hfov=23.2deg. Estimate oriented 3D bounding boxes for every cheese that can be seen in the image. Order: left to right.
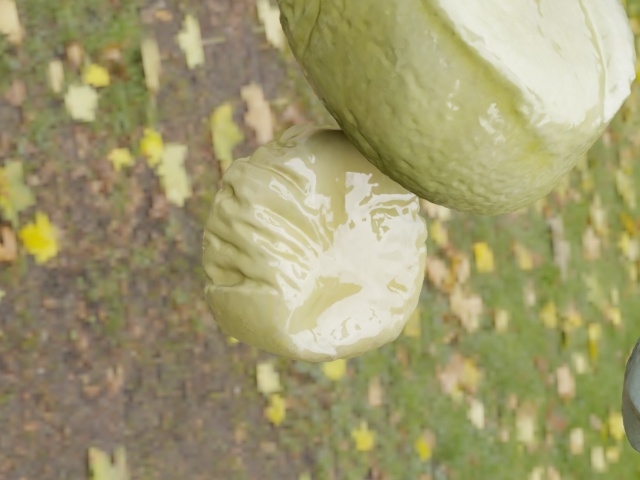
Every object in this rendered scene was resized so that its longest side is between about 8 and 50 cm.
[{"bbox_3d":[0.000,0.000,1.431,0.226,0.117,0.214,-4,104,-40],"label":"cheese"}]

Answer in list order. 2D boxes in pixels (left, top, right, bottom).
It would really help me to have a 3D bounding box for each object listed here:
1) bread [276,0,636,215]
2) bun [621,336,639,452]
[{"bbox_3d":[0.107,-0.171,1.360,0.320,0.237,0.320,27,33,-19],"label":"bread"},{"bbox_3d":[0.212,0.093,0.781,0.083,0.141,0.141,-45,126,-46],"label":"bun"}]
